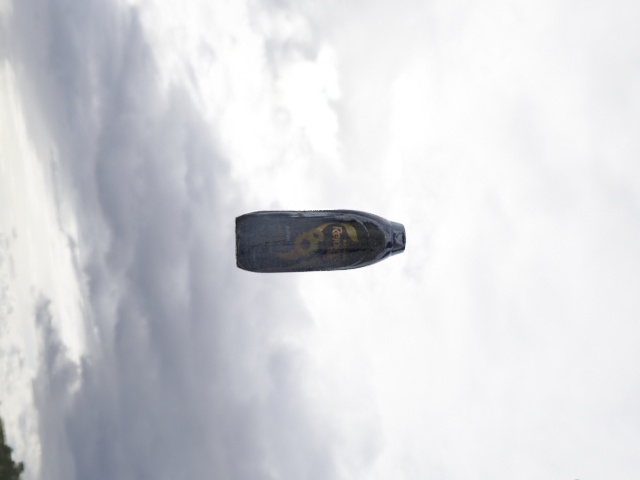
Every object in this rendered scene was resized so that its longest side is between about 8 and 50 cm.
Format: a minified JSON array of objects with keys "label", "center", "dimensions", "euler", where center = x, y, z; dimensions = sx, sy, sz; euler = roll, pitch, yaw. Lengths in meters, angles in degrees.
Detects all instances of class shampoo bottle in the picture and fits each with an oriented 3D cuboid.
[{"label":"shampoo bottle","center":[0.000,0.000,0.954],"dimensions":[0.049,0.233,0.087],"euler":[-147,-123,-80]}]

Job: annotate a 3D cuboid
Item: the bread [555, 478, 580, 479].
[{"label":"bread","center":[0.455,0.431,0.937],"dimensions":[0.277,0.167,0.324],"euler":[46,-27,-18]}]
